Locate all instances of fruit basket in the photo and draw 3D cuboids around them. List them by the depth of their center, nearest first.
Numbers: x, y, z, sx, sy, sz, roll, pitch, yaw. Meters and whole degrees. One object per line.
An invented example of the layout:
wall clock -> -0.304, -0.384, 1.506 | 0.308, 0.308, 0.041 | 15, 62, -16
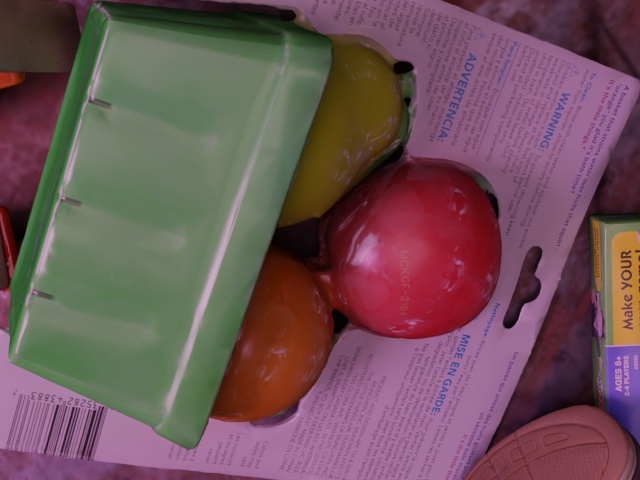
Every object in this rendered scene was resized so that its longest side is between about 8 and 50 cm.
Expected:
fruit basket -> 0.000, 0.000, 0.553 | 0.353, 0.165, 0.327 | 12, 104, -29

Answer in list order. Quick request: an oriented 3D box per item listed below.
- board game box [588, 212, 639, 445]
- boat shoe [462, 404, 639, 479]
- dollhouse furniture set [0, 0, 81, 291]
board game box -> 0.298, 0.135, 0.604 | 0.213, 0.046, 0.317 | -4, 99, 4
boat shoe -> 0.127, 0.235, 0.608 | 0.092, 0.103, 0.285 | 28, 105, -25
dollhouse furniture set -> -0.262, -0.087, 0.561 | 0.262, 0.135, 0.259 | -9, 96, 25
